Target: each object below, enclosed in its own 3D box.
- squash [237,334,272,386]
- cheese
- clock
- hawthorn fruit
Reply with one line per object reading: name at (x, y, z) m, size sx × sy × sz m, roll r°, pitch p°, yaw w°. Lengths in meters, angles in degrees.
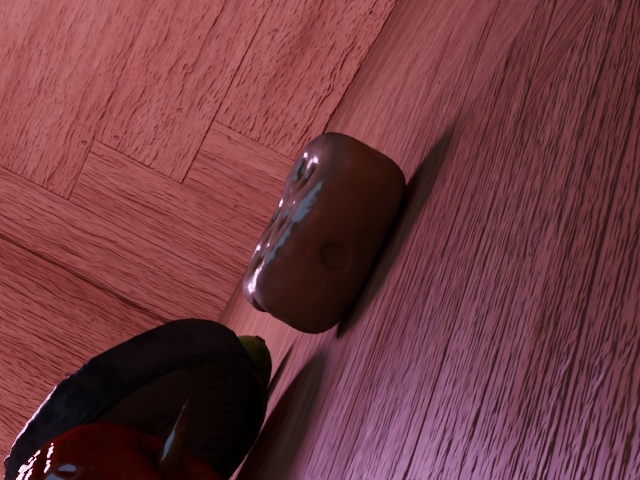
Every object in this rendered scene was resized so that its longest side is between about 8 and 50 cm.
squash at (-0.170, 0.290, 2.153) m, size 0.378 × 0.101 × 0.101 m, roll -65°, pitch 4°, yaw -3°
cheese at (0.000, 0.000, 1.761) m, size 0.218 × 0.117 × 0.235 m, roll -67°, pitch 7°, yaw -32°
clock at (-0.204, 0.230, 1.893) m, size 0.325 × 0.067 × 0.325 m, roll -29°, pitch -34°, yaw -22°
hawthorn fruit at (-0.217, 0.312, 1.686) m, size 0.262 × 0.258 × 0.258 m, roll -30°, pitch 24°, yaw 34°
